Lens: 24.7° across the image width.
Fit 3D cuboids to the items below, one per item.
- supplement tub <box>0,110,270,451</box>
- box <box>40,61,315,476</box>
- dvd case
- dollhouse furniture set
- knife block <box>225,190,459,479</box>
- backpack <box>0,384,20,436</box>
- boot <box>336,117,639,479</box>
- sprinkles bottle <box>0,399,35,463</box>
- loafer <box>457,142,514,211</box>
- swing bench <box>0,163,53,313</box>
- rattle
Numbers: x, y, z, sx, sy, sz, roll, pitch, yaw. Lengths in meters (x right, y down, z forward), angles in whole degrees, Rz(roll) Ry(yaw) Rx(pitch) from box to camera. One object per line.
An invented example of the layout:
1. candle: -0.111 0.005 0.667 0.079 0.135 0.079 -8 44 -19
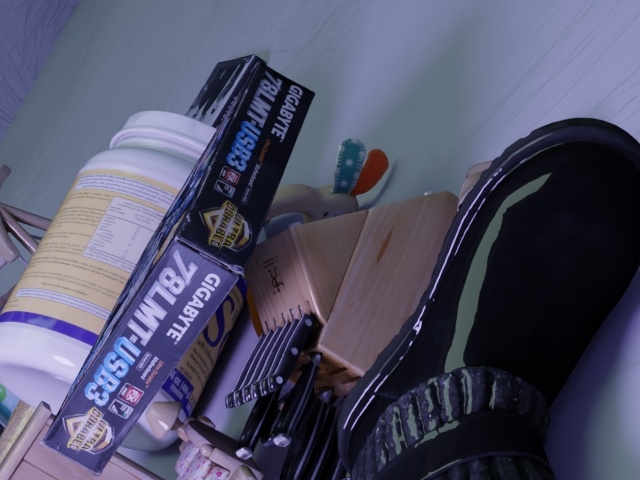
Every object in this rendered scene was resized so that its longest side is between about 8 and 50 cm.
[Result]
1. supplement tub: -0.205 0.045 1.659 0.241 0.241 0.331 -19 41 58
2. box: -0.127 0.023 1.343 0.295 0.073 0.293 -55 11 35
3. dvd case: -0.182 -0.177 2.254 0.238 0.029 0.179 -60 21 -9
4. dollhouse furniture set: -0.221 0.282 1.364 0.303 0.174 0.355 -58 12 -4
5. knife block: 0.038 0.098 1.287 0.276 0.242 0.088 -14 -7 -38
6. backpack: -0.459 0.232 1.962 0.191 0.225 0.253 -43 22 -13
7. boot: 0.126 0.105 0.966 0.348 0.131 0.260 -60 11 20
8. sprinkles bottle: -0.327 0.231 1.825 0.121 0.121 0.355 -10 48 63
9. loafer: 0.162 -0.044 1.241 0.050 0.056 0.148 -63 11 -17
10. swing bench: -0.458 0.068 2.173 0.253 0.255 0.165 -42 25 34
11. rattle: 0.000 0.000 1.520 0.200 0.130 0.143 -26 37 4
